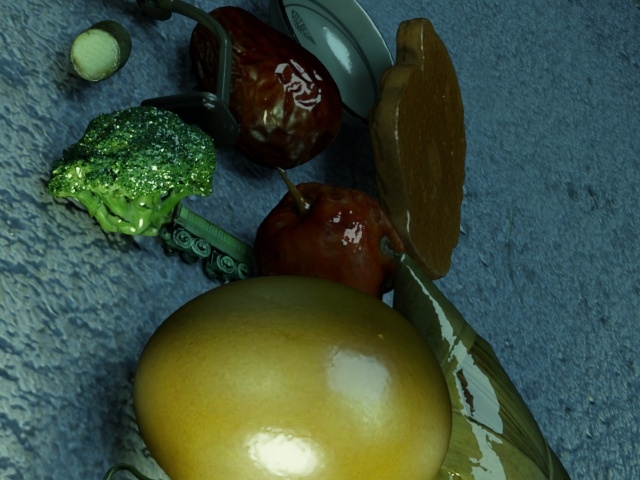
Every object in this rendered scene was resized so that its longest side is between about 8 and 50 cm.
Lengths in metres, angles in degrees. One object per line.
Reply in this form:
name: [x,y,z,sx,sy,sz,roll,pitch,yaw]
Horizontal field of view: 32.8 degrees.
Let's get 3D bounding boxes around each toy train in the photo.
toy train: [-0.145,0.008,1.412,0.148,0.038,0.070,34,41,-32]

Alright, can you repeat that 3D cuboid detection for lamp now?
lamp: [-0.197,-0.273,1.444,0.203,0.125,0.283,55,19,-62]

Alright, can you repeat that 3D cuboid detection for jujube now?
jujube: [-0.086,-0.223,1.579,0.255,0.190,0.190,47,30,18]

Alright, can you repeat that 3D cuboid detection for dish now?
dish: [0.003,-0.301,1.797,0.316,0.106,0.316,35,39,-34]

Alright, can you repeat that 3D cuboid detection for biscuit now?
biscuit: [0.165,-0.138,1.786,0.349,0.078,0.455,62,31,-36]

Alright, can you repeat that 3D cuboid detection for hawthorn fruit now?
hawthorn fruit: [0.000,0.000,1.431,0.243,0.208,0.207,62,27,-32]

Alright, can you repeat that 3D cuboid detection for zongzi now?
zongzi: [0.125,0.325,1.280,0.466,0.218,0.500,56,31,-19]

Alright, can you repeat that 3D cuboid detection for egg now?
egg: [-0.029,0.180,1.189,0.352,0.282,0.282,10,50,-12]

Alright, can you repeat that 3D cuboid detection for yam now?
yam: [-0.285,-0.246,1.413,0.069,0.070,0.146,47,9,-14]

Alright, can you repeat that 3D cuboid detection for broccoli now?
broccoli: [-0.220,-0.083,1.288,0.195,0.195,0.156,3,98,-51]

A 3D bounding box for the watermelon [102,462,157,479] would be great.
watermelon: [-0.205,0.293,1.016,0.141,0.141,0.187,35,31,-30]
